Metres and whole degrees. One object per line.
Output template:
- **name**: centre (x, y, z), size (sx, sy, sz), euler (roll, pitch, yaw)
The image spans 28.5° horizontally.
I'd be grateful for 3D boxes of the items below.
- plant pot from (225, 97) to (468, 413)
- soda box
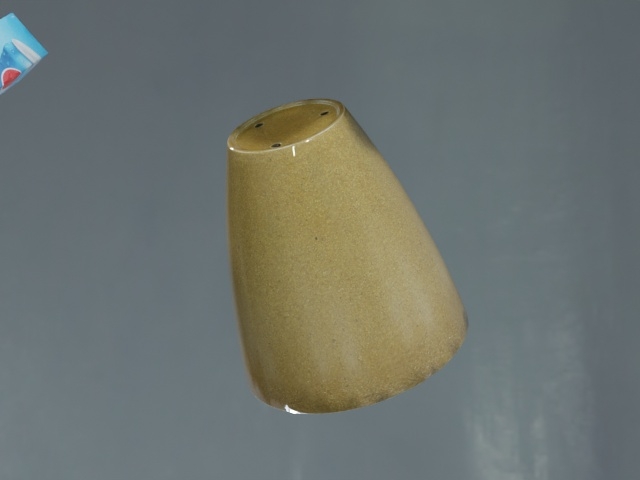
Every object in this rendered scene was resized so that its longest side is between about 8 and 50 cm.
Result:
- **plant pot**: centre (0.000, 0.000, 1.241), size (0.237, 0.237, 0.254), euler (-128, 17, -63)
- **soda box**: centre (-0.418, -0.206, 1.540), size (0.067, 0.071, 0.210), euler (-35, 13, 27)
